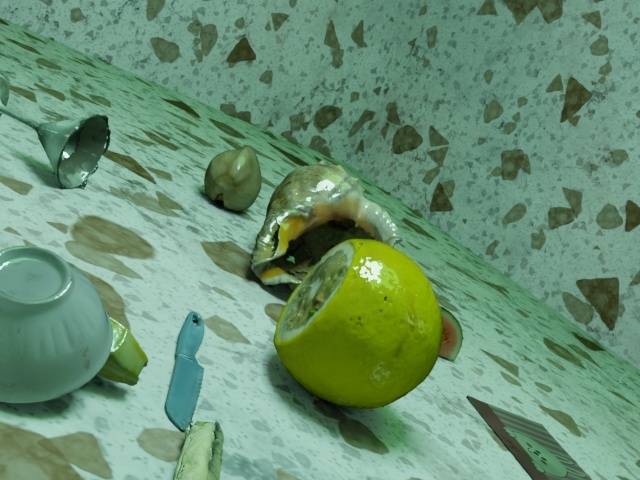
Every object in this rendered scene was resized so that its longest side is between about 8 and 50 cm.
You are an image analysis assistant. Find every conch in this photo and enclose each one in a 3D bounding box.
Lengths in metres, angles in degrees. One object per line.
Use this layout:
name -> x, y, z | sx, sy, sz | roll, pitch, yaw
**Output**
conch -> 0.001, 0.011, 1.632 | 0.297, 0.352, 0.210 | 23, -35, 22

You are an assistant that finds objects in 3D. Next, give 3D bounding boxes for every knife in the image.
knife -> -0.169, 0.160, 1.039 | 0.044, 0.019, 0.313 | 29, 14, -12

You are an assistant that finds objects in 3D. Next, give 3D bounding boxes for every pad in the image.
pad -> 0.398, 0.383, 1.433 | 0.202, 0.005, 0.300 | 24, 13, -23

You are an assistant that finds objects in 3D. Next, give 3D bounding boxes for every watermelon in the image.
watermelon -> 0.229, 0.187, 1.677 | 0.094, 0.135, 0.125 | -30, 55, -33

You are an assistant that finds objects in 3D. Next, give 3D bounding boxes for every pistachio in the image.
pistachio -> -0.204, -0.144, 1.929 | 0.138, 0.153, 0.238 | 39, -14, 3

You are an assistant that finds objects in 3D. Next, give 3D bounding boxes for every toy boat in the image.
toy boat -> -0.273, 0.109, 0.890 | 0.172, 0.066, 0.065 | 25, 42, -7

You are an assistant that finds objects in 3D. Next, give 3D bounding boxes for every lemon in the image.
lemon -> 0.069, 0.133, 1.170 | 0.219, 0.240, 0.240 | 39, 9, -16

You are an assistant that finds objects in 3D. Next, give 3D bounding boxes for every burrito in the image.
burrito -> -0.120, 0.230, 0.798 | 0.045, 0.041, 0.185 | -13, 15, 3

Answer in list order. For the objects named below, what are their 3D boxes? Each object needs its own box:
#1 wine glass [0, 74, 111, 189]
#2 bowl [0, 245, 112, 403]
wine glass -> -0.518, -0.207, 1.466 | 0.232, 0.156, 0.156 | 27, 11, 10
bowl -> -0.294, 0.061, 0.808 | 0.189, 0.086, 0.189 | 15, 37, -12
